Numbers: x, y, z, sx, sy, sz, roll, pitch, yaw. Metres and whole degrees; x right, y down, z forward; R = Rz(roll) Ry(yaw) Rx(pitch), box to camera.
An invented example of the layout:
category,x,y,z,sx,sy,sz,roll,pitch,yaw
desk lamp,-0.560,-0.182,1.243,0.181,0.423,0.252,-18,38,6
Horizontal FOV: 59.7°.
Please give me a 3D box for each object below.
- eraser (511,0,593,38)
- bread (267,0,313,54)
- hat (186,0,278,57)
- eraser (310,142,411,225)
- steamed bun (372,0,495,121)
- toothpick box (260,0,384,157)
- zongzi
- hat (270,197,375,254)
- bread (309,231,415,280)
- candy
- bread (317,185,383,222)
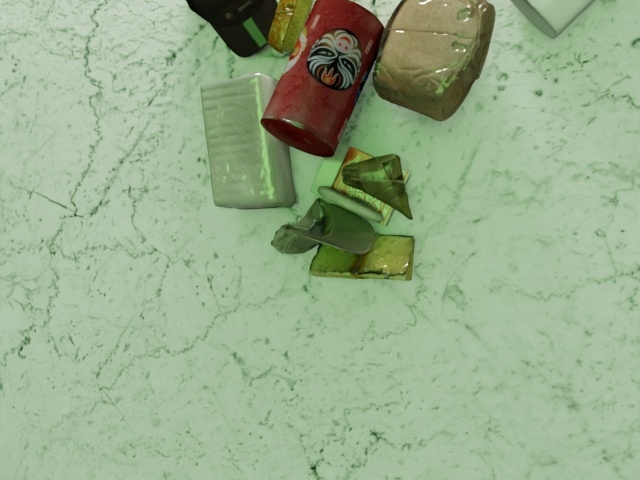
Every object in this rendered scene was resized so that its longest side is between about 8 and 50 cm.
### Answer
category,x,y,z,sx,sy,sz,roll,pitch,yaw
eraser,0.596,-0.637,1.311,0.270,0.095,0.174,-44,83,14
bread,-0.082,-0.588,1.487,0.065,0.103,0.187,19,100,12
hat,-0.255,-0.666,1.474,0.238,0.209,0.336,-34,86,11
eraser,0.106,-0.156,1.498,0.230,0.038,0.157,26,100,12
steamed bun,0.283,-0.449,1.362,0.251,0.199,0.301,28,92,29
toothpick box,0.008,-0.399,1.385,0.204,0.204,0.333,23,84,12
zongzi,0.143,-0.125,1.437,0.160,0.078,0.176,-10,100,20
hat,0.000,0.000,1.457,0.245,0.214,0.149,36,126,11
bread,0.114,0.056,1.472,0.266,0.142,0.178,5,53,17
candy,-0.196,-0.258,1.516,0.208,0.145,0.358,-5,91,15
bread,0.072,-0.099,1.433,0.193,0.112,0.036,27,98,10
